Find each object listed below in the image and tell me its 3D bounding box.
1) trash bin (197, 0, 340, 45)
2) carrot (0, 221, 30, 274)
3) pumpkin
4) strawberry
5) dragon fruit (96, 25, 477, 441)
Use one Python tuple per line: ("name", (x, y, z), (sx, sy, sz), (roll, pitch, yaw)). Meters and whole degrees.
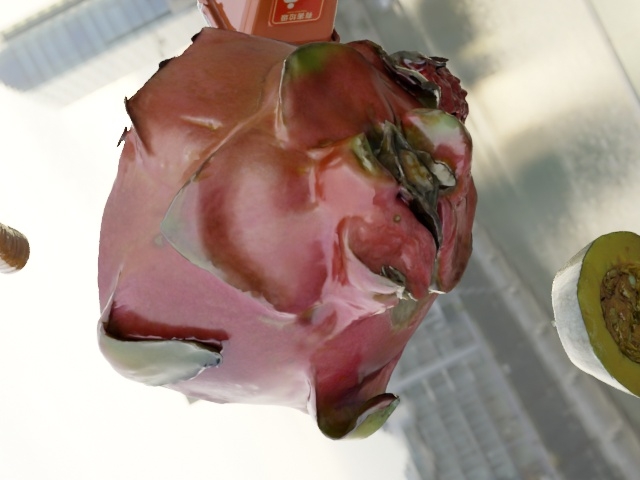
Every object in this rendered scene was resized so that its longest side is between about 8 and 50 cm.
("trash bin", (-0.057, -0.351, 1.769), (0.184, 0.161, 0.238), (61, 150, 36))
("carrot", (-0.410, -0.007, 1.736), (0.256, 0.061, 0.061), (65, 180, -75))
("pumpkin", (0.361, 0.099, 1.763), (0.217, 0.110, 0.217), (13, -110, -39))
("strawberry", (0.098, -0.100, 1.657), (0.111, 0.190, 0.236), (-124, 21, -47))
("dragon fruit", (0.000, 0.000, 1.031), (0.226, 0.305, 0.305), (16, 159, 24))
